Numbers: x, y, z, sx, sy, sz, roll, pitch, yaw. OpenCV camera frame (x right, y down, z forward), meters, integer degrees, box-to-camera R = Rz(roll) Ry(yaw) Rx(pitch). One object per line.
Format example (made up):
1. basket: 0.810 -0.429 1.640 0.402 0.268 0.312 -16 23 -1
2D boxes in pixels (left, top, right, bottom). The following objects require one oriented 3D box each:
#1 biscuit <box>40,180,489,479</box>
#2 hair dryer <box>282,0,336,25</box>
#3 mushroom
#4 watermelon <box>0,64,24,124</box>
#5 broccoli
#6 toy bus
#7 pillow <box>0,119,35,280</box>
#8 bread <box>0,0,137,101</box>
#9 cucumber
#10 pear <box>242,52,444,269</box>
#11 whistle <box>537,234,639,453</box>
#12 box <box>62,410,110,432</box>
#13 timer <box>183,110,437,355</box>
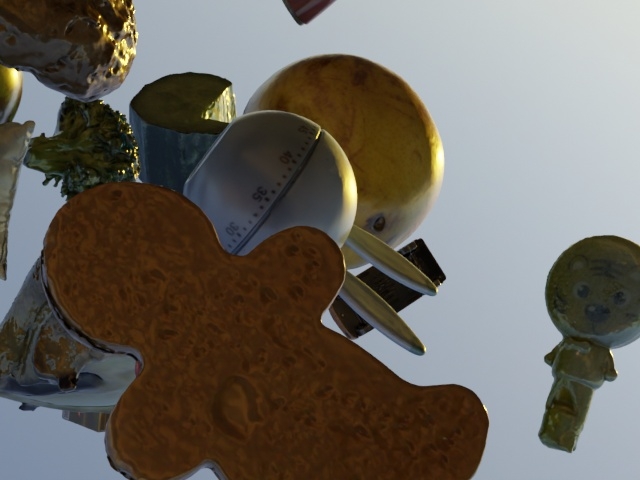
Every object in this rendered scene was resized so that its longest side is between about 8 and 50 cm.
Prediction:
1. biscuit: -0.048 0.091 0.896 0.339 0.216 0.047 37 159 -1
2. hair dryer: -0.001 -0.342 1.725 0.054 0.106 0.154 51 -170 -18
3. mushroom: -0.211 0.072 1.288 0.217 0.212 0.292 -14 176 30
4. watermelon: -0.467 -0.182 1.454 0.269 0.269 0.269 21 -156 -10
5. broccoli: -0.312 -0.107 1.683 0.160 0.167 0.154 6 -170 -37
6. toy bus: 0.089 0.078 1.964 0.194 0.088 0.083 -30 -92 -28
7. pillow: -0.381 -0.055 1.166 0.254 0.144 0.078 10 -176 7
8. bread: -0.269 -0.219 1.208 0.230 0.123 0.230 26 -176 -2
9. cucumber: -0.206 -0.167 2.009 0.191 0.130 0.191 4 -138 -4
10. pear: 0.025 -0.102 1.691 0.280 0.281 0.281 21 -156 -10
11. whistle: 0.239 0.091 1.155 0.104 0.198 0.057 12 171 35
12. box: -0.331 0.200 1.870 0.090 0.133 0.023 9 -174 44
13. timer: -0.021 0.001 1.198 0.255 0.175 0.175 58 -165 -20
